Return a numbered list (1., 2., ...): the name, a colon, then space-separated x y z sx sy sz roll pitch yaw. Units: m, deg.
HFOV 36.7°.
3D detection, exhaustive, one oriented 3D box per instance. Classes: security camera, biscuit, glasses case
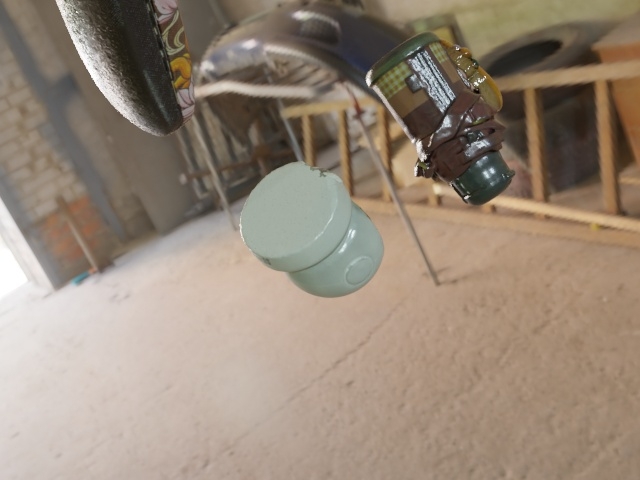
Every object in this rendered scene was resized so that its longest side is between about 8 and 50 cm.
1. security camera: 0.000 0.000 1.626 0.195 0.236 0.194 -17 53 24
2. biscuit: 0.240 -0.279 1.611 0.050 0.170 0.170 -45 24 -4
3. glasses case: -0.190 -0.228 0.881 0.082 0.321 0.122 -39 55 -22

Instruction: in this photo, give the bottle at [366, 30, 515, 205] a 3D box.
1. bottle: 0.187 -0.175 1.480 0.156 0.271 0.143 -34 -1 30
